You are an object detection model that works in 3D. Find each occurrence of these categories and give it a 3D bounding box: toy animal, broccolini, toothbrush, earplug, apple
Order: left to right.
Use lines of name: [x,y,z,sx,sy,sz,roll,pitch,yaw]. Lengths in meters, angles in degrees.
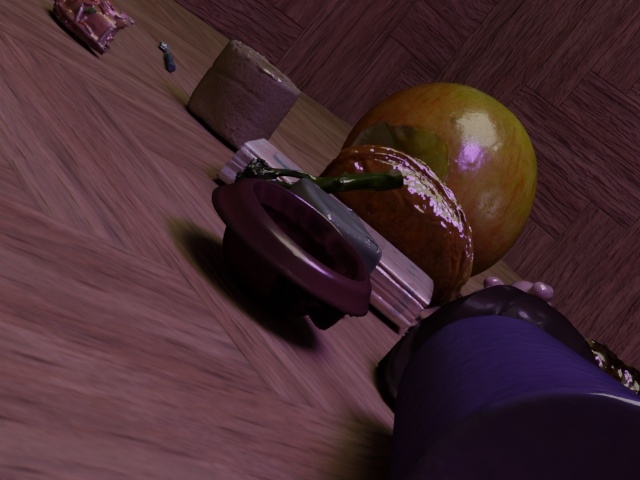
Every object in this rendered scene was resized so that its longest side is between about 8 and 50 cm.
toothbrush: [-0.288,-0.347,2.103,0.019,0.016,0.219,35,11,-21]
broccolini: [-0.003,-0.080,1.438,0.058,0.216,0.067,-110,-165,-50]
apple: [0.197,-0.103,1.881,0.339,0.339,0.339,39,9,-8]
toy animal: [0.243,0.118,1.662,0.212,0.124,0.124,-7,36,-28]
earplug: [0.149,0.166,0.849,0.215,0.215,0.456,39,6,-2]

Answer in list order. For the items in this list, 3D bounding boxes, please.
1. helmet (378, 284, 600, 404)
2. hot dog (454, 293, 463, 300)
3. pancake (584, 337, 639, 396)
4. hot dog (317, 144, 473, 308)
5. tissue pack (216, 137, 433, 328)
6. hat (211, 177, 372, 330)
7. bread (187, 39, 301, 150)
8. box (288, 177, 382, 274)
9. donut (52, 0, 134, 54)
helmet: [0.205,0.149,1.224,0.225,0.177,0.305,44,9,12]
hot dog: [0.242,0.116,1.936,0.144,0.038,0.062,42,9,14]
pancake: [0.426,0.265,1.625,0.427,0.067,0.305,9,48,-49]
hot dog: [0.111,-0.021,1.667,0.272,0.196,0.122,39,33,-2]
tissue pack: [0.012,-0.013,1.538,0.325,0.071,0.170,40,9,-1]
hat: [-0.038,0.019,1.138,0.205,0.089,0.205,37,15,-11]
bread: [-0.126,-0.230,1.807,0.148,0.141,0.134,44,14,34]
box: [0.000,0.000,1.357,0.124,0.093,0.172,35,10,-26]
donut: [-0.347,-0.339,1.682,0.117,0.065,0.166,38,8,-14]
